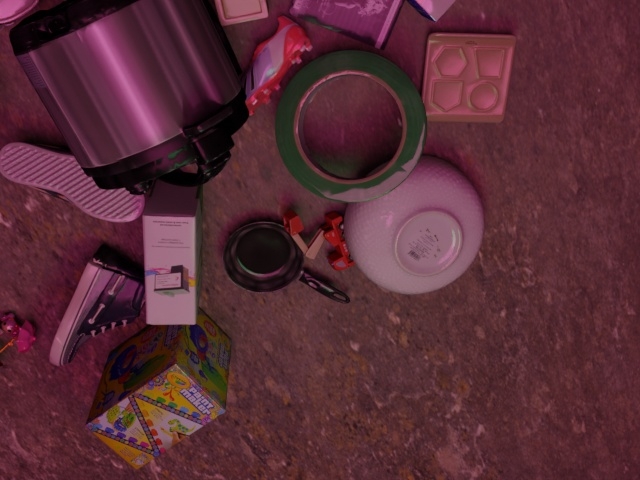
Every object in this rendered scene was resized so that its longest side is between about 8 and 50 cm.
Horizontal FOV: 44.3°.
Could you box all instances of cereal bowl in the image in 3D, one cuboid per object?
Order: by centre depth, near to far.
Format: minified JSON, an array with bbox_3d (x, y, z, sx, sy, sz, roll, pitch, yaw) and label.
[{"bbox_3d":[0.230,-0.019,1.813,0.339,0.141,0.338,-5,113,-11],"label":"cereal bowl"}]

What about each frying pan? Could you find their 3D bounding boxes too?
[{"bbox_3d":[-0.074,0.045,1.904,0.326,0.053,0.197,6,117,-9],"label":"frying pan"}]

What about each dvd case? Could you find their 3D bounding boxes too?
[{"bbox_3d":[0.063,-0.512,1.640,0.221,0.018,0.164,18,114,-12],"label":"dvd case"}]

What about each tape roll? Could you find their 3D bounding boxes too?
[{"bbox_3d":[0.066,-0.242,1.684,0.322,0.077,0.321,1,98,9],"label":"tape roll"}]

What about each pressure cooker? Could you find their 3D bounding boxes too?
[{"bbox_3d":[-0.347,-0.291,1.534,0.376,0.370,0.420,-20,113,11],"label":"pressure cooker"}]

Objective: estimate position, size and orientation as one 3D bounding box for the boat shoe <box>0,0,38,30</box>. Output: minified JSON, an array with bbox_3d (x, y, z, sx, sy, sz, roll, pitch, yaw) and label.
[{"bbox_3d":[-0.685,-0.461,1.583,0.255,0.079,0.095,-23,101,-1],"label":"boat shoe"}]

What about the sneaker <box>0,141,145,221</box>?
[{"bbox_3d":[-0.529,-0.136,1.728,0.321,0.127,0.126,23,93,-4],"label":"sneaker"}]

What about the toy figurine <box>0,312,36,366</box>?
[{"bbox_3d":[-0.787,0.239,1.946,0.159,0.130,0.173,-31,91,-3],"label":"toy figurine"}]

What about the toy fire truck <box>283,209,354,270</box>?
[{"bbox_3d":[0.000,0.000,1.861,0.135,0.047,0.192,-26,118,-14],"label":"toy fire truck"}]

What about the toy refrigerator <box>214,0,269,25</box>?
[{"bbox_3d":[-0.178,-0.572,1.551,0.102,0.094,0.269,-10,117,2],"label":"toy refrigerator"}]

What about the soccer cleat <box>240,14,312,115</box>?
[{"bbox_3d":[-0.122,-0.365,1.682,0.248,0.083,0.095,-44,82,23],"label":"soccer cleat"}]

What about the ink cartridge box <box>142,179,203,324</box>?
[{"bbox_3d":[-0.332,0.026,1.792,0.117,0.201,0.278,2,117,-5],"label":"ink cartridge box"}]

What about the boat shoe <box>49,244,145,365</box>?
[{"bbox_3d":[-0.529,0.189,1.904,0.158,0.127,0.340,26,113,-8],"label":"boat shoe"}]

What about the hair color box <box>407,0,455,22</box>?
[{"bbox_3d":[0.163,-0.613,1.535,0.339,0.110,0.185,39,102,-19],"label":"hair color box"}]

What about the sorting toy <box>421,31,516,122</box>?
[{"bbox_3d":[0.320,-0.357,1.731,0.193,0.038,0.208,1,122,-4],"label":"sorting toy"}]

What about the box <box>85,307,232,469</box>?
[{"bbox_3d":[-0.379,0.339,1.903,0.279,0.290,0.177,-35,114,13],"label":"box"}]
